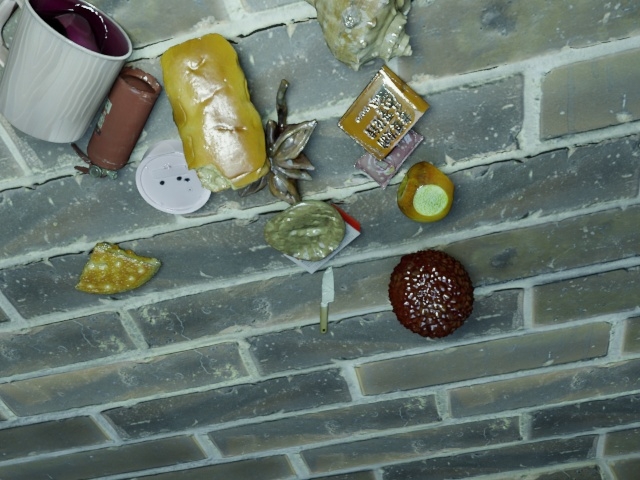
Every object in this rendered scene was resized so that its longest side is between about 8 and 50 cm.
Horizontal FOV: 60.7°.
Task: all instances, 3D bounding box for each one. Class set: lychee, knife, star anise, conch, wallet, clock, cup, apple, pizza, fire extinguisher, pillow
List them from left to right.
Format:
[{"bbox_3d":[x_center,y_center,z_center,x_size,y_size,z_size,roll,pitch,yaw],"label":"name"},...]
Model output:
[{"bbox_3d":[-0.596,-0.392,1.190,0.288,0.208,0.273,27,124,-23],"label":"cup"},{"bbox_3d":[-0.525,-0.277,1.359,0.147,0.106,0.337,39,120,0],"label":"fire extinguisher"},{"bbox_3d":[-0.628,0.077,1.655,0.292,0.058,0.197,-18,126,9],"label":"pizza"},{"bbox_3d":[-0.388,-0.169,1.466,0.196,0.068,0.197,-2,128,-2],"label":"clock"},{"bbox_3d":[-0.126,-0.231,1.405,0.292,0.109,0.350,-12,125,14],"label":"star anise"},{"bbox_3d":[0.023,0.198,1.810,0.047,0.017,0.298,-2,125,-4],"label":"knife"},{"bbox_3d":[0.088,-0.519,1.156,0.324,0.186,0.263,32,99,-28],"label":"conch"},{"bbox_3d":[0.156,-0.311,1.370,0.161,0.042,0.195,38,119,-8],"label":"wallet"},{"bbox_3d":[0.180,-0.236,1.460,0.118,0.043,0.185,30,118,-17],"label":"pillow"},{"bbox_3d":[0.290,-0.128,1.483,0.147,0.146,0.163,18,110,-7],"label":"apple"},{"bbox_3d":[0.332,0.162,1.647,0.264,0.264,0.300,-19,144,12],"label":"lychee"}]

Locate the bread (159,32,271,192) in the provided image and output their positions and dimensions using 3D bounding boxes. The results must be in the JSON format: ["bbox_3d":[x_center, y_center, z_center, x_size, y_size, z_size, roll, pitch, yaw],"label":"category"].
[{"bbox_3d":[-0.238,-0.283,1.251,0.195,0.149,0.344,-17,97,7],"label":"bread"}]

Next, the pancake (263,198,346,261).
[{"bbox_3d":[-0.045,-0.029,1.534,0.241,0.050,0.242,-3,137,-3],"label":"pancake"}]

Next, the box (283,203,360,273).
[{"bbox_3d":[0.000,0.000,1.631,0.123,0.050,0.229,36,119,-25],"label":"box"}]

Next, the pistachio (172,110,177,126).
[{"bbox_3d":[-0.309,-0.275,1.363,0.173,0.049,0.089,39,139,1],"label":"pistachio"}]
